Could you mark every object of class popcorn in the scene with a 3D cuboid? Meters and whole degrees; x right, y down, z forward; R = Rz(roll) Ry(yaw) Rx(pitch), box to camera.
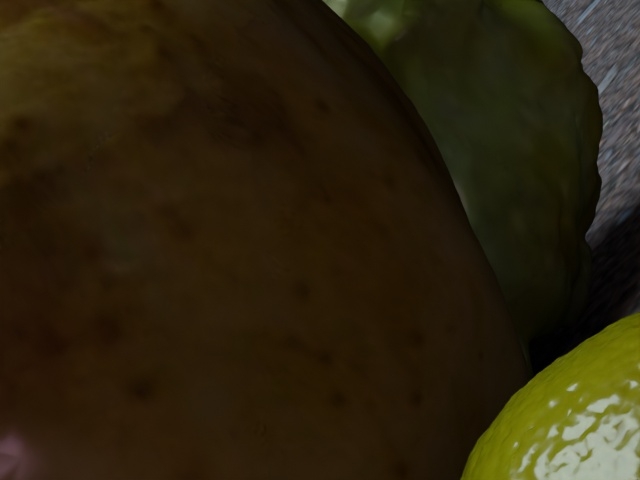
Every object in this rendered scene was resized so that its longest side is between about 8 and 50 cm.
[{"bbox_3d":[0.000,0.000,0.834,0.250,0.235,0.242,-19,27,47],"label":"popcorn"}]

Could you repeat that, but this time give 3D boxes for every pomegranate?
[{"bbox_3d":[-0.109,0.089,0.574,0.410,0.410,0.410,-51,6,8],"label":"pomegranate"}]

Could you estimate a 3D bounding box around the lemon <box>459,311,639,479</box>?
[{"bbox_3d":[0.083,0.068,0.383,0.133,0.109,0.109,-33,10,11],"label":"lemon"}]
